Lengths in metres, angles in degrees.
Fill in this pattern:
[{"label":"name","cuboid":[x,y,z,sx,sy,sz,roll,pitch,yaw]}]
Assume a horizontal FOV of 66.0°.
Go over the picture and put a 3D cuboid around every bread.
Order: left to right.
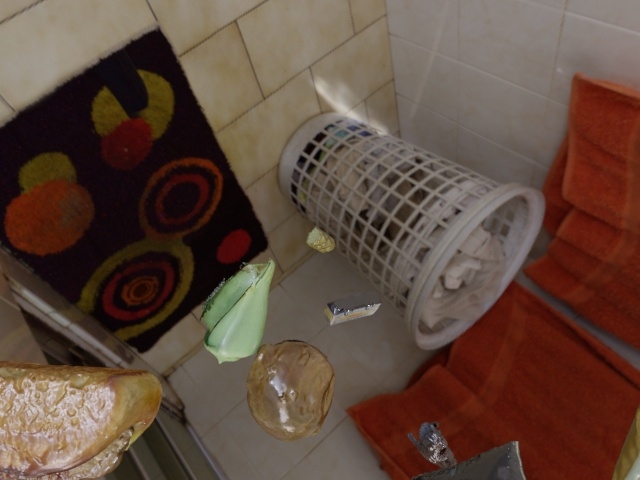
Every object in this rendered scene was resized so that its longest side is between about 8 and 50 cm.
[{"label":"bread","cuboid":[0.000,0.000,1.442,0.110,0.066,0.060,29,73,-57]}]

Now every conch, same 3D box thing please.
[{"label":"conch","cuboid":[-0.201,0.163,1.161,0.137,0.143,0.251,10,80,-40]}]

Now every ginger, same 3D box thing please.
[{"label":"ginger","cuboid":[-0.075,0.369,1.167,0.270,0.200,0.223,-69,166,6]}]

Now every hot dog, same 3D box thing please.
[{"label":"hot dog","cuboid":[-0.535,0.362,0.983,0.185,0.404,0.223,87,8,-82]}]

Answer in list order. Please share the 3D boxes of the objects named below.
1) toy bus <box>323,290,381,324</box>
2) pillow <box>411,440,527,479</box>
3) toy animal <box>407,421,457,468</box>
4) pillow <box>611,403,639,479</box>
[{"label":"toy bus","cuboid":[0.094,0.197,1.444,0.171,0.057,0.072,-8,137,-33]},{"label":"pillow","cuboid":[0.240,0.415,0.798,0.208,0.141,0.055,-35,109,24]},{"label":"toy animal","cuboid":[0.381,0.713,1.651,0.116,0.180,0.219,-18,129,-6]},{"label":"pillow","cuboid":[0.705,0.362,0.951,0.309,0.119,0.313,10,107,-29]}]
